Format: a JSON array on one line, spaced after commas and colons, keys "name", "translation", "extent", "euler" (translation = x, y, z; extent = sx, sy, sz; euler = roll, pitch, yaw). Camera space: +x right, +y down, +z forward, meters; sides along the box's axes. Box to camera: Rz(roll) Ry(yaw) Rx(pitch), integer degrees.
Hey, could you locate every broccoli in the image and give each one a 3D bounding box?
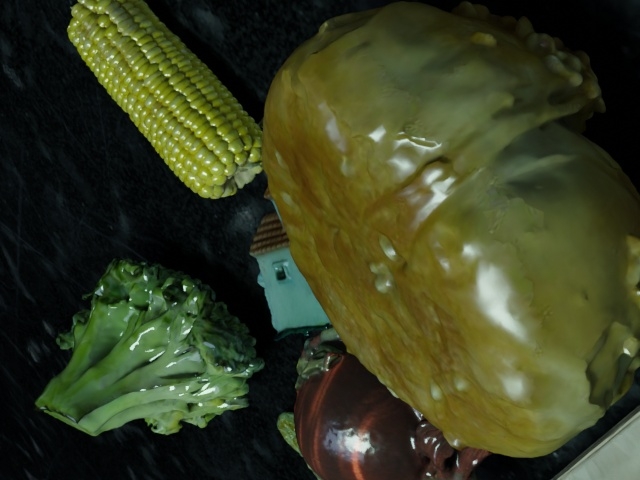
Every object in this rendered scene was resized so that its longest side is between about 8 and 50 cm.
[{"name": "broccoli", "translation": [-0.214, 0.159, 1.081], "extent": [0.248, 0.245, 0.288], "euler": [41, 151, 1]}]

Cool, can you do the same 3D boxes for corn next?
[{"name": "corn", "translation": [-0.149, -0.146, 0.868], "extent": [0.244, 0.093, 0.093], "euler": [50, 146, 12]}]

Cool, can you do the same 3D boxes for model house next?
[{"name": "model house", "translation": [0.000, 0.000, 0.817], "extent": [0.148, 0.119, 0.148], "euler": [-11, 101, 54]}]

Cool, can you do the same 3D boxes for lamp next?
[{"name": "lamp", "translation": [0.061, 0.185, 0.829], "extent": [0.223, 0.151, 0.215], "euler": [41, 147, 48]}]

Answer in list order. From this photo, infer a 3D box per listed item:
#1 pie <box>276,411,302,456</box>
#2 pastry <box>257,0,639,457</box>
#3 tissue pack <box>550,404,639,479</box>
[{"name": "pie", "translation": [-0.023, 0.248, 1.132], "extent": [0.084, 0.021, 0.084], "euler": [34, 146, 28]}, {"name": "pastry", "translation": [0.099, -0.020, 0.602], "extent": [0.315, 0.184, 0.284], "euler": [52, 156, 20]}, {"name": "tissue pack", "translation": [0.286, 0.207, 0.684], "extent": [0.170, 0.071, 0.325], "euler": [45, 146, 17]}]
